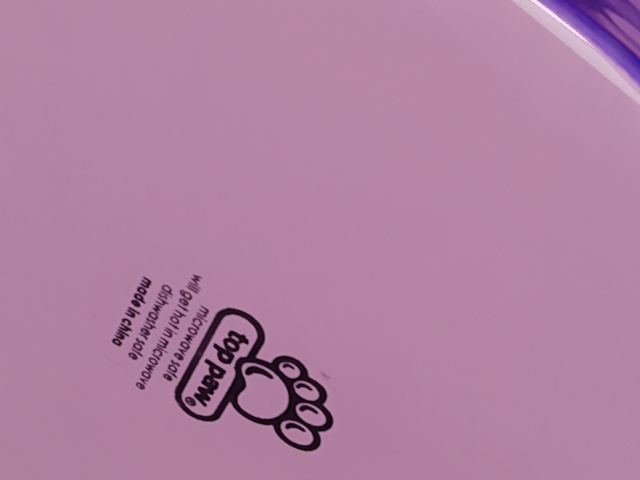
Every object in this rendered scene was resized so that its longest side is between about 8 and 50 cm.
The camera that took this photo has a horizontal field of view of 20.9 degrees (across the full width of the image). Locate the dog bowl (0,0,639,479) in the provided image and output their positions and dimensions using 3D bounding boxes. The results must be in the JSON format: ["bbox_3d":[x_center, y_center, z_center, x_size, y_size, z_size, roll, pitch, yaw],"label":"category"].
[{"bbox_3d":[0.000,0.000,0.422,0.265,0.104,0.265,15,133,17],"label":"dog bowl"}]
